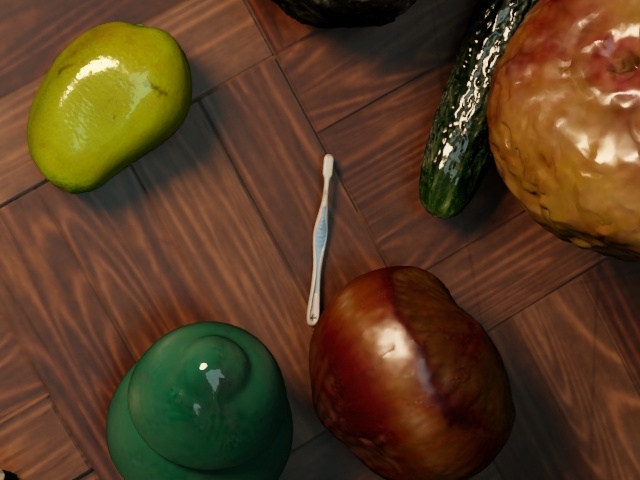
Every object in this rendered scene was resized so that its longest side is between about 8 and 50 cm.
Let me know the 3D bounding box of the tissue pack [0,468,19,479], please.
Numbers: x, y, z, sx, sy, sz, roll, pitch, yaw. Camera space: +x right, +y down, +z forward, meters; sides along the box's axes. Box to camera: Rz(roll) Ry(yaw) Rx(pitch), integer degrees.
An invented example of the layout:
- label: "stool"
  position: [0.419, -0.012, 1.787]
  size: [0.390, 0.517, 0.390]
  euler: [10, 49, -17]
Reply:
- label: "tissue pack"
  position: [-0.346, 0.231, 1.188]
  size: [0.170, 0.103, 0.090]
  euler: [9, 84, -14]

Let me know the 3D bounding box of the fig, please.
- label: "fig"
  position: [0.311, -0.079, 1.255]
  size: [0.286, 0.368, 0.286]
  euler: [-10, 60, 17]

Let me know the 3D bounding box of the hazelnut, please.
- label: "hazelnut"
  position: [0.078, 0.128, 1.243]
  size: [0.178, 0.178, 0.204]
  euler: [-40, 101, -8]

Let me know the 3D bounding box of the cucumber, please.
- label: "cucumber"
  position: [0.148, -0.134, 1.298]
  size: [0.074, 0.074, 0.241]
  euler: [22, 91, -14]

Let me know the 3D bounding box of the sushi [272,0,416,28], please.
- label: "sushi"
  position: [-0.006, -0.352, 1.198]
  size: [0.211, 0.171, 0.350]
  euler: [-20, 98, -13]

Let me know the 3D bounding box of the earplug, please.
- label: "earplug"
  position: [-0.072, 0.193, 1.219]
  size: [0.257, 0.280, 0.164]
  euler: [36, 60, 22]

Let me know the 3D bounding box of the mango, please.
- label: "mango"
  position: [-0.187, -0.121, 1.209]
  size: [0.163, 0.089, 0.117]
  euler: [-37, 100, -8]

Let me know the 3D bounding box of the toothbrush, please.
- label: "toothbrush"
  position: [0.000, 0.000, 1.298]
  size: [0.014, 0.017, 0.162]
  euler: [5, 92, -8]
